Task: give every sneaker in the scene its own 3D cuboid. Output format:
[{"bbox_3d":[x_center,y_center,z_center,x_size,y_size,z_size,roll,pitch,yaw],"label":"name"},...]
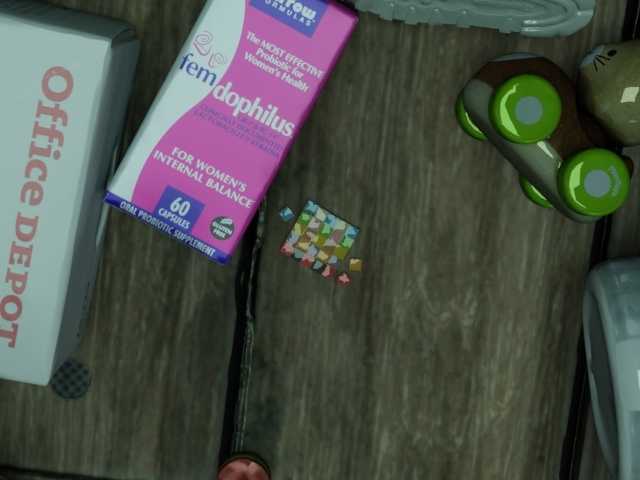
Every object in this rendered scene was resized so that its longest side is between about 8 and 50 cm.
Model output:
[{"bbox_3d":[0.100,-0.226,1.317,0.235,0.090,0.095,11,63,-8],"label":"sneaker"}]

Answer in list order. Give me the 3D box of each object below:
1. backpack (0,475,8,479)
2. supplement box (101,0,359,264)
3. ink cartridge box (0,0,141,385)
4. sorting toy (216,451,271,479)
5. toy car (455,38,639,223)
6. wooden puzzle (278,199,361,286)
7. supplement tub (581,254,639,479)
[{"bbox_3d":[-0.388,0.279,1.352,0.355,0.273,0.290,16,96,-17],"label":"backpack"},{"bbox_3d":[-0.068,-0.107,1.327,0.111,0.114,0.220,28,98,-4],"label":"supplement box"},{"bbox_3d":[-0.357,-0.070,1.310,0.384,0.160,0.279,12,101,-2],"label":"ink cartridge box"},{"bbox_3d":[-0.124,0.311,1.439,0.132,0.046,0.274,8,101,-1],"label":"sorting toy"},{"bbox_3d":[0.218,-0.121,1.308,0.188,0.155,0.149,-44,98,-2],"label":"toy car"},{"bbox_3d":[0.000,0.000,1.399,0.083,0.006,0.049,30,100,-5],"label":"wooden puzzle"},{"bbox_3d":[0.374,0.091,1.319,0.316,0.193,0.194,-8,101,2],"label":"supplement tub"}]
